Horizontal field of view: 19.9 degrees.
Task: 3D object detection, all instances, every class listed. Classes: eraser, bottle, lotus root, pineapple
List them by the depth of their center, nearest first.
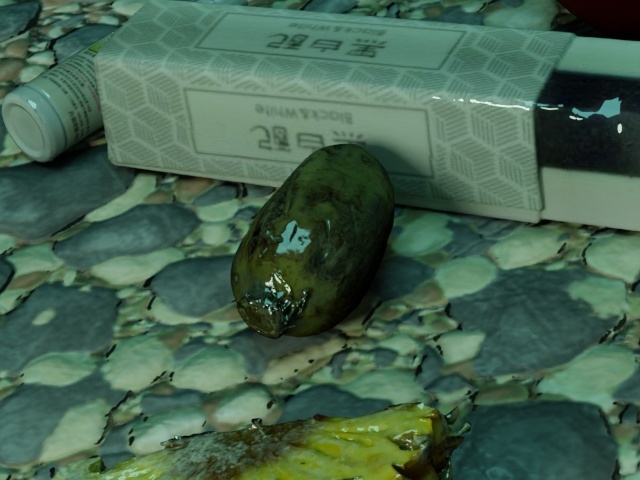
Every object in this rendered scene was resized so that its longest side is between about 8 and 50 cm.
[{"bbox_3d":[-0.035,0.156,0.911,0.233,0.079,0.135,-10,26,10],"label":"pineapple"},{"bbox_3d":[0.000,0.000,1.114,0.080,0.089,0.179,38,38,-5],"label":"lotus root"},{"bbox_3d":[0.045,-0.087,1.216,0.404,0.096,0.098,7,38,24],"label":"eraser"},{"bbox_3d":[-0.137,-0.132,1.358,0.060,0.060,0.217,24,48,39],"label":"bottle"}]

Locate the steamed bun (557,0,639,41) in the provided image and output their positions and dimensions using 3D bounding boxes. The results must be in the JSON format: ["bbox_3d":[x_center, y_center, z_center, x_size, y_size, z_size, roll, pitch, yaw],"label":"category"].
[{"bbox_3d":[0.301,-0.239,1.242,0.379,0.235,0.248,18,38,33],"label":"steamed bun"}]
